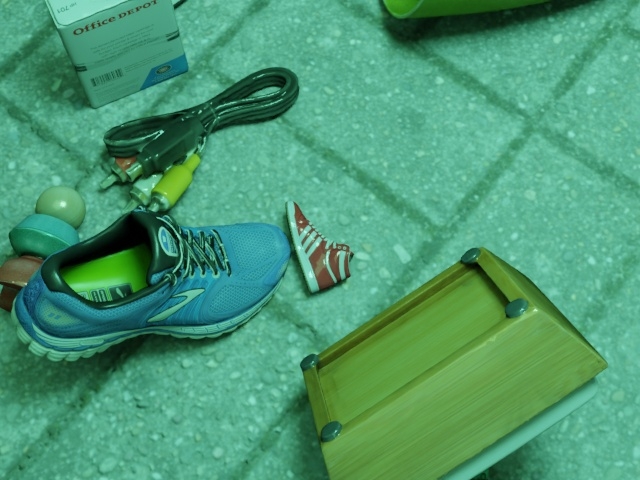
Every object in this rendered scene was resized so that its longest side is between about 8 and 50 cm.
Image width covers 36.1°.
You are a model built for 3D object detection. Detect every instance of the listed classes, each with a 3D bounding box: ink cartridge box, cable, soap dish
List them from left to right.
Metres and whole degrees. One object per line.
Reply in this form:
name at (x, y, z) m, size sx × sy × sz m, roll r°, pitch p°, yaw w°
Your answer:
ink cartridge box at (-0.253, -0.265, 1.227) m, size 0.139 × 0.191 × 0.082 m, roll -24°, pitch 68°, yaw -9°
cable at (-0.159, -0.138, 1.261) m, size 0.287 × 0.072 × 0.139 m, roll -37°, pitch 53°, yaw -26°
soap dish at (0.115, 0.139, 0.999) m, size 0.291 × 0.229 × 0.118 m, roll -34°, pitch 109°, yaw 5°

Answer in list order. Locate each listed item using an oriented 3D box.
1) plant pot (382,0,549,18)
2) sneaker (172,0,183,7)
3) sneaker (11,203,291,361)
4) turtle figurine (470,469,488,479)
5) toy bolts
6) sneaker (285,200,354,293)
plant pot at (0.252, -0.415, 1.263) m, size 0.293 × 0.275 × 0.275 m, roll 1°, pitch 66°, yaw -15°
sneaker at (-0.183, -0.483, 1.282) m, size 0.447 × 0.257 × 0.169 m, roll -40°, pitch 72°, yaw -14°
sneaker at (-0.166, 0.037, 1.086) m, size 0.330 × 0.147 × 0.130 m, roll -15°, pitch 67°, yaw -34°
turtle figurine at (0.162, 0.328, 1.010) m, size 0.175 × 0.118 × 0.234 m, roll -33°, pitch 66°, yaw 32°
toy bolts at (-0.385, -0.030, 1.139) m, size 0.228 × 0.218 × 0.158 m, roll 21°, pitch 61°, yaw -10°
sneaker at (0.000, 0.000, 1.188) m, size 0.067 × 0.042 × 0.118 m, roll -18°, pitch 75°, yaw -2°
